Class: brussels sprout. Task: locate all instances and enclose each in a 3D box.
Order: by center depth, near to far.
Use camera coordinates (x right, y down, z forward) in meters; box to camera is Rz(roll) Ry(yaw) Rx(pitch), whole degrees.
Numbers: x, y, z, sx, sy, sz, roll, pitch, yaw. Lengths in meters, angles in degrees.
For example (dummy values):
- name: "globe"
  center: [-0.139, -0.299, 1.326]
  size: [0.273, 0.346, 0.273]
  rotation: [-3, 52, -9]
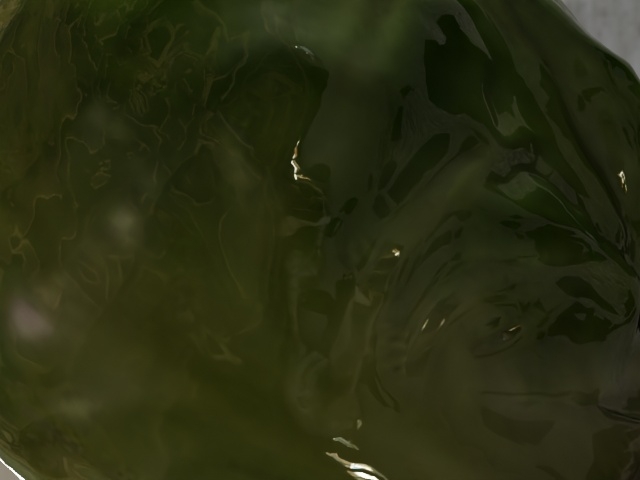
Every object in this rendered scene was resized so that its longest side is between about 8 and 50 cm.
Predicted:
- name: "brussels sprout"
  center: [0.000, 0.000, 0.496]
  size: [0.244, 0.244, 0.244]
  rotation: [178, 90, -85]
